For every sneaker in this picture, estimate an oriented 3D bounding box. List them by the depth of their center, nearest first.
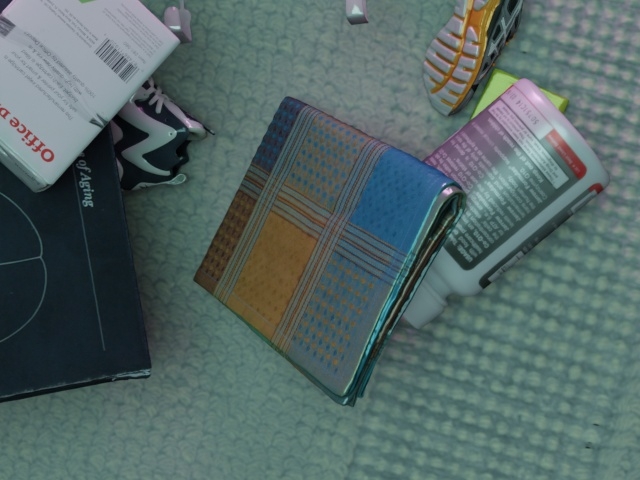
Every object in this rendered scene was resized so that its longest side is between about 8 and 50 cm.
[{"bbox_3d":[0.194,-0.246,1.859,0.084,0.083,0.215,41,117,40],"label":"sneaker"},{"bbox_3d":[-0.201,-0.174,1.915,0.153,0.094,0.235,6,91,8],"label":"sneaker"}]

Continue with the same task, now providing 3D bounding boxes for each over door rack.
[{"bbox_3d":[-0.065,-0.379,1.872,0.239,0.108,0.324,-5,68,9],"label":"over door rack"}]

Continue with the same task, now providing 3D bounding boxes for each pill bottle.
[{"bbox_3d":[0.178,-0.039,1.799,0.283,0.161,0.161,-40,84,5],"label":"pill bottle"}]

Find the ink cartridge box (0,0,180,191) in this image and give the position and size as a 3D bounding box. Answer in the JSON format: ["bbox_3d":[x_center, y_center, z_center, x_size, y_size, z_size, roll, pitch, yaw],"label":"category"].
[{"bbox_3d":[-0.284,-0.182,1.653,0.160,0.092,0.219,44,72,-13],"label":"ink cartridge box"}]

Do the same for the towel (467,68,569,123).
[{"bbox_3d":[0.207,-0.082,1.887,0.102,0.021,0.237,25,93,5],"label":"towel"}]

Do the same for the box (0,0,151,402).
[{"bbox_3d":[-0.482,-0.037,1.769,0.471,0.297,0.480,-9,88,-19],"label":"box"}]

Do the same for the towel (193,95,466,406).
[{"bbox_3d":[0.000,0.000,1.791,0.040,0.370,0.271,25,95,-36],"label":"towel"}]
